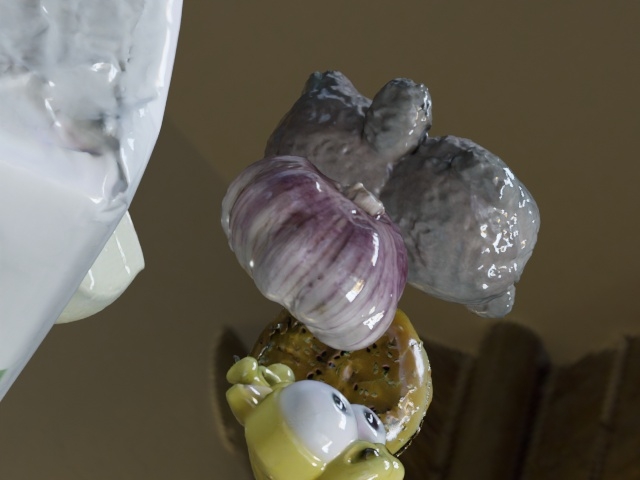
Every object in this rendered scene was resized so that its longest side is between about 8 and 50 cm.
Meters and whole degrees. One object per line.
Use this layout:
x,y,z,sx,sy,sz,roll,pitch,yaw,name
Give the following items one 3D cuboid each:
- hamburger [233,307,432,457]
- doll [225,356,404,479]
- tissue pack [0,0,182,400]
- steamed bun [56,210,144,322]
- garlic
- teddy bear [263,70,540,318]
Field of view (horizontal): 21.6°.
0.006,0.127,1.470,0.185,0.113,0.177,16,-90,13,hamburger
0.029,0.185,0.986,0.086,0.117,0.291,-38,-120,15,doll
-0.236,-0.045,1.027,0.356,0.194,0.266,-50,-154,43,tissue pack
-0.307,-0.004,1.841,0.154,0.200,0.250,-21,-178,21,steamed bun
0.000,0.000,1.208,0.102,0.147,0.159,-51,-140,14,garlic
0.073,-0.044,1.520,0.267,0.236,0.151,15,-132,22,teddy bear
